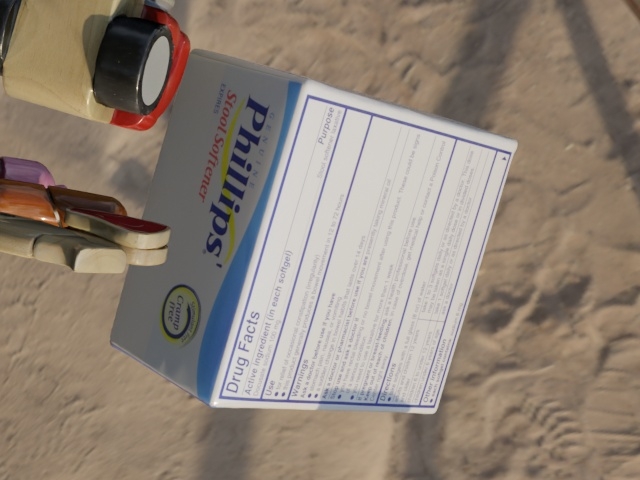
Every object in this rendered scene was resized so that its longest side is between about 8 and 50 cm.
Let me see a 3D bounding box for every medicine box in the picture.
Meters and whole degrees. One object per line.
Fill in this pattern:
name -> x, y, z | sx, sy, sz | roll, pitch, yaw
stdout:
medicine box -> 0.000, 0.000, 1.145 | 0.289, 0.149, 0.263 | 10, 99, -46

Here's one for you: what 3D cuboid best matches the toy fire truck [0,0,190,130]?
toy fire truck -> -0.135, -0.189, 0.884 | 0.158, 0.246, 0.217 | 16, 93, 10

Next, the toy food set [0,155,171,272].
toy food set -> -0.094, -0.013, 0.403 | 0.078, 0.122, 0.019 | 0, 102, -61
